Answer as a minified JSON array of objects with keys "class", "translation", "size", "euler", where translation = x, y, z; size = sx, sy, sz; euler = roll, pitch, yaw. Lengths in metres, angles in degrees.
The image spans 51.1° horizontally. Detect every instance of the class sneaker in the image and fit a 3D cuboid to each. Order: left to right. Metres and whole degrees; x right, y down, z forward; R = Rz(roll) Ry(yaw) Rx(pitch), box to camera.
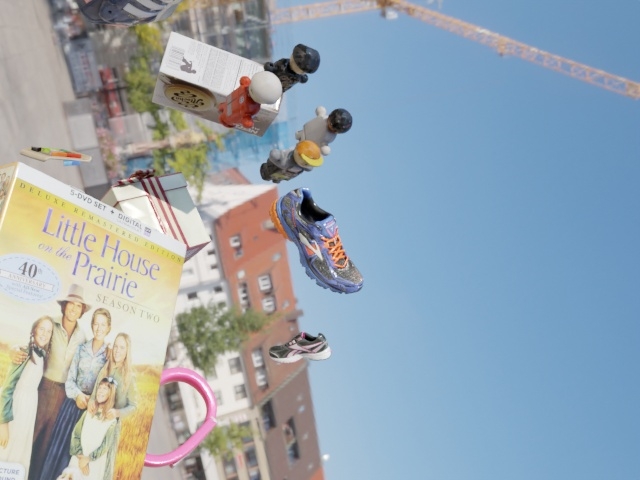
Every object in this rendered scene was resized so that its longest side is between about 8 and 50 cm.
[{"class":"sneaker","translation":[-0.272,-0.374,0.935],"size":[0.350,0.148,0.131],"euler":[-6,-76,70]},{"class":"sneaker","translation":[-0.060,0.292,1.880],"size":[0.072,0.178,0.077],"euler":[-63,144,-71]},{"class":"sneaker","translation":[0.000,0.000,1.169],"size":[0.221,0.083,0.087],"euler":[50,-49,5]}]

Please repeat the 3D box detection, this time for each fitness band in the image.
[{"class":"fitness band","translation":[-0.386,0.447,1.697],"size":[0.209,0.291,0.054],"euler":[44,-47,6]}]

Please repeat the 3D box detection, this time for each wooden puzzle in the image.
[{"class":"wooden puzzle","translation":[-0.367,-0.120,0.927],"size":[0.116,0.078,0.014],"euler":[15,-75,29]}]

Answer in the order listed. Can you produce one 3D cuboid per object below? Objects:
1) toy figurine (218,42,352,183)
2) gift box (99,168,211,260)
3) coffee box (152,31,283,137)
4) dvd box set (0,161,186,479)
[{"class":"toy figurine","translation":[-0.053,-0.231,1.229],"size":[0.148,0.213,0.210],"euler":[-23,-74,43]},{"class":"gift box","translation":[-0.498,-0.045,1.860],"size":[0.255,0.276,0.258],"euler":[-32,-101,42]},{"class":"coffee box","translation":[-0.250,-0.378,1.659],"size":[0.168,0.297,0.119],"euler":[147,-43,-65]},{"class":"dvd box set","translation":[-0.335,0.150,0.880],"size":[0.307,0.062,0.421],"euler":[34,56,-49]}]
